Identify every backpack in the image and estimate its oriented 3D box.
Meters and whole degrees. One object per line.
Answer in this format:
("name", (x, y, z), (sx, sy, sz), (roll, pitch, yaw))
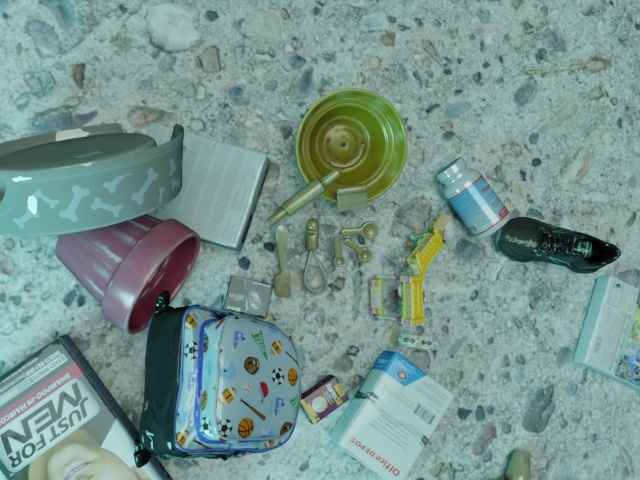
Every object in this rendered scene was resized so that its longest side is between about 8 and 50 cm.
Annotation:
("backpack", (-0.148, 0.236, 1.052), (0.263, 0.213, 0.277), (23, 67, -51))

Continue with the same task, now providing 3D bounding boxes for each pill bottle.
("pill bottle", (0.310, -0.089, 1.300), (0.087, 0.087, 0.160), (-39, 95, -16))

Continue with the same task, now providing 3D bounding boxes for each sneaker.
("sneaker", (0.500, 0.004, 1.332), (0.267, 0.106, 0.101), (10, 82, -12))

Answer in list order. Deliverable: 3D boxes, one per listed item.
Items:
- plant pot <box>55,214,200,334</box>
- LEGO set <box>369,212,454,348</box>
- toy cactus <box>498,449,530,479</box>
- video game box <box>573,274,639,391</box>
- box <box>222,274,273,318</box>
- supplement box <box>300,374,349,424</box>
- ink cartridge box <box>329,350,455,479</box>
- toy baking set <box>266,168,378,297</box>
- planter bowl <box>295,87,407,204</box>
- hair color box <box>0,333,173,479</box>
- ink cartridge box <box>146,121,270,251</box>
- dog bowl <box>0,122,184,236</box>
("plant pot", (-0.333, 0.026, 1.071), (0.180, 0.201, 0.201), (33, 76, 6))
("LEGO set", (0.174, 0.068, 1.259), (0.132, 0.107, 0.287), (28, 69, -46))
("toy cactus", (0.386, 0.510, 1.255), (0.218, 0.112, 0.181), (18, 70, -4))
("video game box", (0.666, 0.204, 1.383), (0.187, 0.048, 0.205), (24, 79, -9))
("box", (-0.136, 0.107, 1.193), (0.083, 0.018, 0.067), (15, 80, -13))
("supplement box", (0.003, 0.300, 1.196), (0.083, 0.043, 0.055), (-33, 91, -17))
("ink cartridge box", (0.134, 0.335, 1.205), (0.148, 0.086, 0.203), (38, 77, -8))
("toy baking set", (-0.002, -0.006, 1.193), (0.256, 0.030, 0.197), (-32, 107, -3))
("planter bowl", (0.052, -0.184, 1.227), (0.217, 0.090, 0.217), (-3, 104, -10))
("hair color box", (-0.397, 0.362, 1.046), (0.185, 0.113, 0.375), (-36, 94, -16))
("ink cartridge box", (-0.231, -0.101, 1.187), (0.232, 0.066, 0.189), (16, 80, 9))
("dog bowl", (-0.379, -0.104, 0.998), (0.348, 0.349, 0.102), (-13, 112, -16))
